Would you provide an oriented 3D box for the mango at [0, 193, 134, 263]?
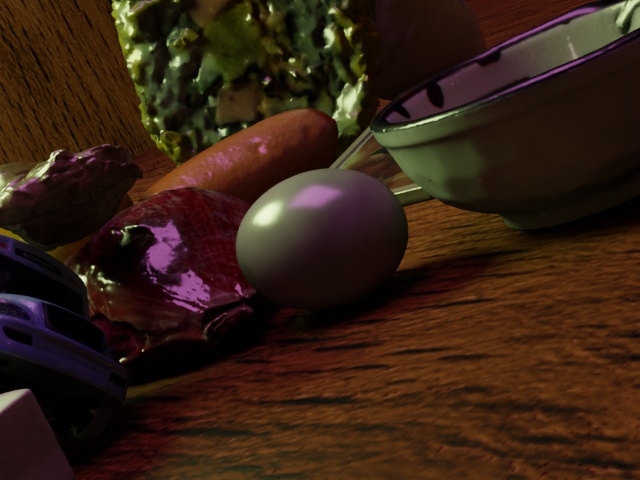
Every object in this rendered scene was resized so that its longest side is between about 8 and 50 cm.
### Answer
[{"bbox_3d":[-0.279,0.021,1.205,0.129,0.146,0.289,-36,10,20],"label":"mango"}]

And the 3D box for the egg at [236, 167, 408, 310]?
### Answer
[{"bbox_3d":[0.000,0.000,0.837,0.135,0.103,0.103,-15,15,26],"label":"egg"}]

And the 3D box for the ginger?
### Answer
[{"bbox_3d":[-0.211,-0.038,0.901,0.122,0.084,0.290,-30,7,-17],"label":"ginger"}]

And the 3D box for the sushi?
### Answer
[{"bbox_3d":[-0.086,-0.275,1.527,0.351,0.396,0.240,-15,10,-1],"label":"sushi"}]

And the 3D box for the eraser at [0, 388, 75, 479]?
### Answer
[{"bbox_3d":[-0.266,0.183,0.614,0.124,0.081,0.279,-18,13,28],"label":"eraser"}]

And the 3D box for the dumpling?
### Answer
[{"bbox_3d":[0.117,-0.319,1.692,0.243,0.318,0.187,3,61,56],"label":"dumpling"}]

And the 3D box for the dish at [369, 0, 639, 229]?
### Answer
[{"bbox_3d":[0.186,-0.093,0.836,0.303,0.120,0.303,-23,12,5],"label":"dish"}]

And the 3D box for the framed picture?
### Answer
[{"bbox_3d":[0.101,-0.106,1.219,0.211,0.020,0.289,-12,25,42],"label":"framed picture"}]

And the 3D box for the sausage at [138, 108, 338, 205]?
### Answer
[{"bbox_3d":[-0.085,-0.077,1.348,0.259,0.113,0.113,-32,14,-26],"label":"sausage"}]

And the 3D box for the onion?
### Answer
[{"bbox_3d":[-0.126,0.024,0.957,0.227,0.120,0.283,-34,14,-20],"label":"onion"}]

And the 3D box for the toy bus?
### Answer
[{"bbox_3d":[-0.269,0.081,0.845,0.292,0.125,0.133,-16,56,37],"label":"toy bus"}]
